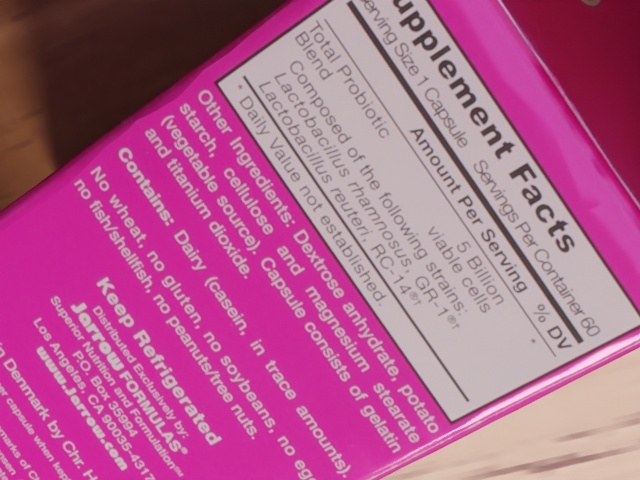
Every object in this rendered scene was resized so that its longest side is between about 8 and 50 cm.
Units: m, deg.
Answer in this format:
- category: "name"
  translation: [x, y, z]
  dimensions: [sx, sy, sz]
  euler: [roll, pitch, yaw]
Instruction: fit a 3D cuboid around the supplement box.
- category: "supplement box"
  translation: [0.000, 0.000, 0.496]
  dimensions: [0.220, 0.111, 0.114]
  euler: [-31, 96, 33]
